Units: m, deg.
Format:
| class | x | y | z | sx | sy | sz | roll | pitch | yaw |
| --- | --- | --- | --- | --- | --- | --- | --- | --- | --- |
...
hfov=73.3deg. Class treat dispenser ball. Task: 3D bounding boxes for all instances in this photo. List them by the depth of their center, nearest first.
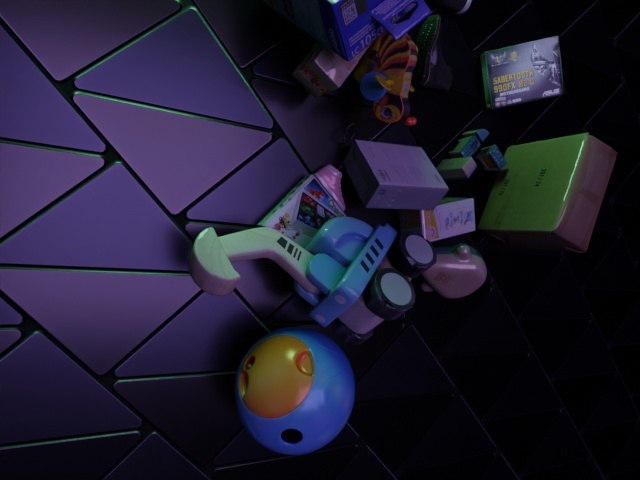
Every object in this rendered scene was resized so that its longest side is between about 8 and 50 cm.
| class | x | y | z | sx | sy | sz | roll | pitch | yaw |
| --- | --- | --- | --- | --- | --- | --- | --- | --- | --- |
| treat dispenser ball | -0.061 | 0.353 | 1.033 | 0.288 | 0.288 | 0.288 | -3 | 96 | -27 |

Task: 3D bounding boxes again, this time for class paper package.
| class | x | y | z | sx | sy | sz | roll | pitch | yaw |
| --- | --- | --- | --- | --- | --- | --- | --- | --- | --- |
| paper package | 0.712 | -0.147 | 1.377 | 0.168 | 0.309 | 0.325 | 24 | 83 | -25 |

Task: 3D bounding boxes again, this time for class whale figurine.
| class | x | y | z | sx | sy | sz | roll | pitch | yaw |
| --- | --- | --- | --- | --- | --- | --- | --- | --- | --- |
| whale figurine | 0.372 | 0.069 | 1.319 | 0.272 | 0.216 | 0.141 | 19 | 41 | -16 |

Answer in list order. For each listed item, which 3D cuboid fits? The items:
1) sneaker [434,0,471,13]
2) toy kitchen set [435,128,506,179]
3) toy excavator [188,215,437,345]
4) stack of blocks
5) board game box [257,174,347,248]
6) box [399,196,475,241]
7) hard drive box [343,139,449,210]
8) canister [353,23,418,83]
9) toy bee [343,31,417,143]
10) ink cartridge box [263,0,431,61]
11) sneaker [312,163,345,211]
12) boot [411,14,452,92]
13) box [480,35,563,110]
| class | x | y | z | sx | sy | sz | roll | pitch | yaw |
| --- | --- | --- | --- | --- | --- | --- | --- | --- | --- |
| sneaker | 0.374 | -0.831 | 1.250 | 0.146 | 0.104 | 0.296 | -8 | 103 | -32 |
| toy kitchen set | 0.499 | -0.237 | 1.363 | 0.166 | 0.122 | 0.207 | 46 | 74 | -23 |
| toy excavator | -0.015 | 0.057 | 1.005 | 0.445 | 0.222 | 0.433 | 39 | 49 | 1 |
| stack of blocks | 0.058 | -0.505 | 1.080 | 0.087 | 0.171 | 0.297 | 40 | 77 | -25 |
| board game box | 0.000 | 0.000 | 1.164 | 0.193 | 0.053 | 0.305 | -47 | 113 | -15 |
| box | 0.353 | -0.066 | 1.307 | 0.203 | 0.114 | 0.103 | -13 | 103 | -26 |
| hard drive box | 0.205 | -0.178 | 1.179 | 0.232 | 0.089 | 0.181 | 0 | 50 | -27 |
| canister | 0.182 | -0.495 | 1.202 | 0.126 | 0.073 | 0.170 | 35 | 80 | -25 |
| toy bee | 0.190 | -0.371 | 1.105 | 0.195 | 0.162 | 0.298 | -43 | 155 | -36 |
| ink cartridge box | 0.059 | -0.573 | 0.926 | 0.270 | 0.395 | 0.151 | -40 | 150 | -4 |
| sneaker | 0.043 | -0.147 | 1.173 | 0.070 | 0.051 | 0.134 | -41 | 107 | -13 |
| boot | 0.352 | -0.553 | 1.293 | 0.137 | 0.077 | 0.198 | 4 | 106 | -32 |
| box | 0.649 | -0.536 | 1.391 | 0.231 | 0.056 | 0.183 | -10 | 102 | 5 |
